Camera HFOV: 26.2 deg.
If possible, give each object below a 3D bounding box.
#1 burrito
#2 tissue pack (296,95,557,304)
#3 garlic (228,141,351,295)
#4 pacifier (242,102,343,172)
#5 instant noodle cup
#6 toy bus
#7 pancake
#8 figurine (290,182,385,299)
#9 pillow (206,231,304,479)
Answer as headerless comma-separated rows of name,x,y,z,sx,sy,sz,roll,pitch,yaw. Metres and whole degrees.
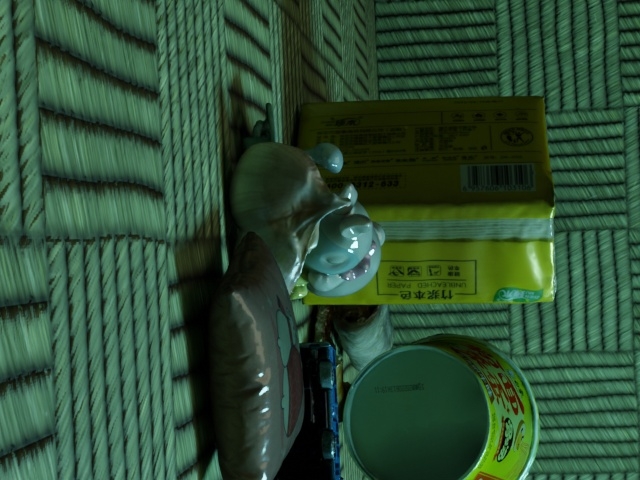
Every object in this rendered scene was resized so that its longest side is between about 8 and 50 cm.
burrito,0.074,0.133,2.470,0.299,0.105,0.143,75,18,-67
tissue pack,0.155,-0.061,2.063,0.293,0.382,0.228,-85,173,-48
garlic,-0.043,-0.019,1.512,0.099,0.124,0.174,-174,-92,-66
pacifier,-0.032,-0.091,1.617,0.127,0.117,0.150,-123,-154,-77
instant noodle cup,0.178,0.290,2.160,0.221,0.311,0.311,24,63,-69
toy bus,-0.020,0.221,1.695,0.106,0.090,0.184,60,28,-80
pancake,0.021,0.216,2.180,0.257,0.056,0.212,-80,166,-64
figurine,0.000,0.000,1.684,0.235,0.155,0.127,63,15,-78
pillow,-0.066,0.125,1.371,0.223,0.084,0.236,-60,143,-76
